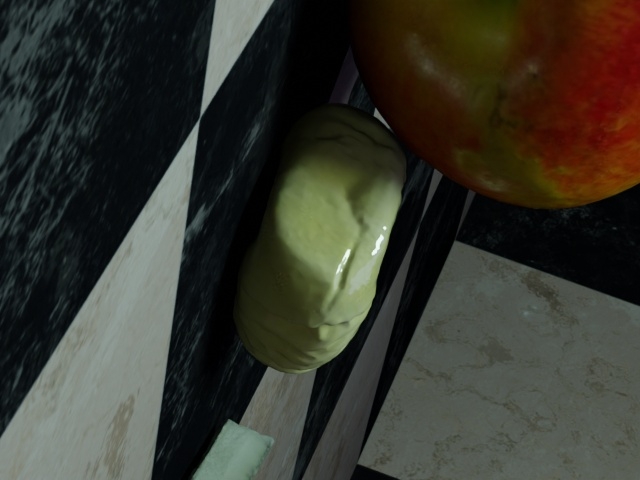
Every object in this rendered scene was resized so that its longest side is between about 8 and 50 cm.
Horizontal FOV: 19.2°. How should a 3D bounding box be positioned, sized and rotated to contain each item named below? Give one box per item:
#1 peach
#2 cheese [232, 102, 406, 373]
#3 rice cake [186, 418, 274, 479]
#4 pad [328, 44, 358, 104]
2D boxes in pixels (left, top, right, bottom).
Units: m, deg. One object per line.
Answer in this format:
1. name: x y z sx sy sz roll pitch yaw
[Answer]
1. peach: 0.210 -0.211 1.613 0.388 0.388 0.388 20 90 -82
2. cheese: 0.000 0.000 1.660 0.214 0.117 0.226 109 0 -58
3. rice cake: -0.107 0.246 1.719 0.256 0.057 0.052 -58 164 -58
4. pad: 0.022 -0.142 1.840 0.113 0.006 0.188 53 58 -82
